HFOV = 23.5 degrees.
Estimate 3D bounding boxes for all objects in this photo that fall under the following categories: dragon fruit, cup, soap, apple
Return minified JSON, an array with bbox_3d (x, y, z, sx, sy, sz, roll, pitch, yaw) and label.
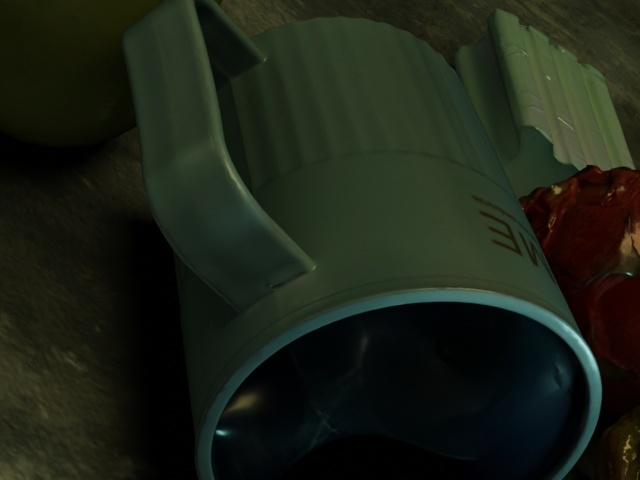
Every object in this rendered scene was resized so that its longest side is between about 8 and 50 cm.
[{"bbox_3d":[0.272,0.043,1.377,0.252,0.241,0.241,40,26,-31],"label":"dragon fruit"},{"bbox_3d":[-0.007,0.016,1.062,0.331,0.256,0.311,15,36,-24],"label":"cup"},{"bbox_3d":[0.249,-0.113,1.679,0.173,0.095,0.289,28,33,-25],"label":"soap"},{"bbox_3d":[-0.200,-0.207,1.149,0.279,0.279,0.279,30,32,-20],"label":"apple"}]

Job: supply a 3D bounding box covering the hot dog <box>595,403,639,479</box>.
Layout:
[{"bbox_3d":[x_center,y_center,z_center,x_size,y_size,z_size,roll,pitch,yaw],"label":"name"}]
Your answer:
[{"bbox_3d":[0.347,0.237,1.264,0.259,0.175,0.114,36,17,0],"label":"hot dog"}]
